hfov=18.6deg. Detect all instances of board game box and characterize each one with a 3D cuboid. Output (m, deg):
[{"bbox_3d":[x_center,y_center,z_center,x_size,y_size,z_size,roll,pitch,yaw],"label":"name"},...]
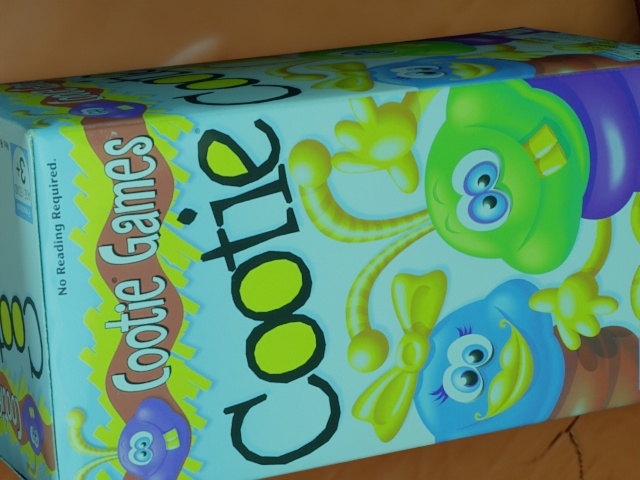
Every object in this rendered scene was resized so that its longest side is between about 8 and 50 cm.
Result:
[{"bbox_3d":[0.000,0.000,0.784,0.275,0.144,0.142,-9,104,-24],"label":"board game box"}]

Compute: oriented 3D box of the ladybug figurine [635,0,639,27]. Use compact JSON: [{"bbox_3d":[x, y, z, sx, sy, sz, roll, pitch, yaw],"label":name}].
[{"bbox_3d":[0.262,-0.124,0.871,0.305,0.162,0.449,-20,108,-21],"label":"ladybug figurine"}]
